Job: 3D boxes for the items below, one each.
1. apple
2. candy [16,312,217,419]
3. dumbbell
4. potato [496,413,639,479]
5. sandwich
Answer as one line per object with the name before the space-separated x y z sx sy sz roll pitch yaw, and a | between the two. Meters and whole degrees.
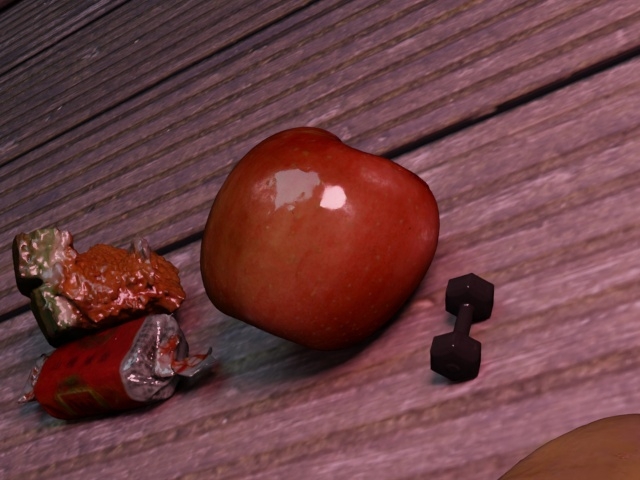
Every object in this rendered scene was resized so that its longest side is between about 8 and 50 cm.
apple | 0.000 0.000 0.915 0.181 0.181 0.168 17 83 58
candy | -0.202 0.124 1.089 0.292 0.059 0.086 -16 36 39
dumbbell | 0.104 0.063 0.833 0.040 0.036 0.083 -18 34 34
potato | 0.101 0.206 0.407 0.243 0.221 0.326 -56 -5 27
sandwich | -0.223 0.043 1.162 0.159 0.109 0.185 -13 -9 -8
